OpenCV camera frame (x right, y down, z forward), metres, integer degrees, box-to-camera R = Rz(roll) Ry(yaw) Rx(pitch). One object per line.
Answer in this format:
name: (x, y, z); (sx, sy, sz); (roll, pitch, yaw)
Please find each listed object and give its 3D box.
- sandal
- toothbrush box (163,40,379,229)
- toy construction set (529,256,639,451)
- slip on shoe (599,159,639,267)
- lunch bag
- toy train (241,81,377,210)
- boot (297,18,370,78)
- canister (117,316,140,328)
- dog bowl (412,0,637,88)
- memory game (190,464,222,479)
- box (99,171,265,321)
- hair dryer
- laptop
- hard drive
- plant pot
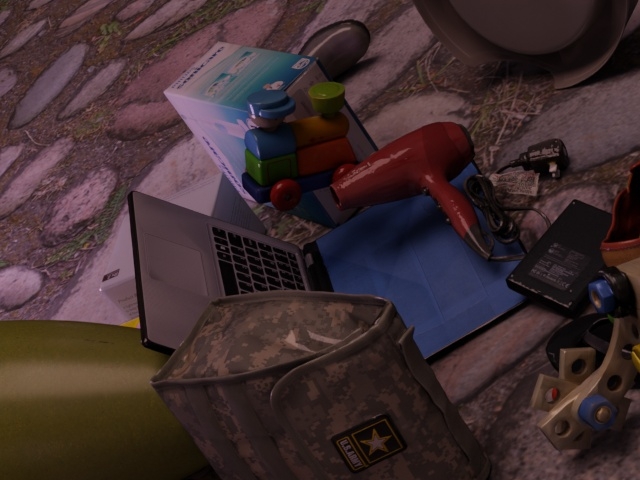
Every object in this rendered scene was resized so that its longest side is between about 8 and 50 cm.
sandal: (0.333, 0.105, 1.510); (0.254, 0.054, 0.097); (4, 48, 49)
toothbrush box: (-0.065, -0.155, 2.153); (0.126, 0.216, 0.295); (-45, 29, -17)
toy construction set: (0.325, 0.131, 1.359); (0.151, 0.215, 0.327); (-24, 17, -26)
slip on shoe: (0.394, -0.064, 1.648); (0.123, 0.101, 0.331); (-8, 38, 43)
lunch bag: (0.010, 0.179, 1.560); (0.287, 0.235, 0.169); (-9, 34, 39)
toy train: (0.018, -0.141, 1.935); (0.248, 0.143, 0.105); (-15, 31, -20)
boot: (-0.019, -0.235, 2.380); (0.246, 0.083, 0.161); (-31, 36, 21)
canister: (-0.214, 0.143, 2.023); (0.170, 0.073, 0.126); (-22, 32, 27)
dog bowl: (0.274, -0.375, 2.006); (0.349, 0.349, 0.102); (-3, 30, 45)
memory game: (-0.080, 0.238, 1.801); (0.186, 0.012, 0.186); (-27, 30, 17)
box: (-0.192, 0.025, 2.123); (0.181, 0.119, 0.182); (-22, 32, 23)
hair dryer: (0.151, -0.070, 1.850); (0.293, 0.080, 0.223); (0, 36, 22)
laptop: (0.000, 0.000, 1.849); (0.236, 0.408, 0.382); (-63, 20, 21)
hard drive: (0.286, 0.018, 1.694); (0.094, 0.022, 0.135); (27, 65, 38)
plant pot: (-0.259, 0.210, 1.804); (0.293, 0.275, 0.275); (-11, 37, 24)
